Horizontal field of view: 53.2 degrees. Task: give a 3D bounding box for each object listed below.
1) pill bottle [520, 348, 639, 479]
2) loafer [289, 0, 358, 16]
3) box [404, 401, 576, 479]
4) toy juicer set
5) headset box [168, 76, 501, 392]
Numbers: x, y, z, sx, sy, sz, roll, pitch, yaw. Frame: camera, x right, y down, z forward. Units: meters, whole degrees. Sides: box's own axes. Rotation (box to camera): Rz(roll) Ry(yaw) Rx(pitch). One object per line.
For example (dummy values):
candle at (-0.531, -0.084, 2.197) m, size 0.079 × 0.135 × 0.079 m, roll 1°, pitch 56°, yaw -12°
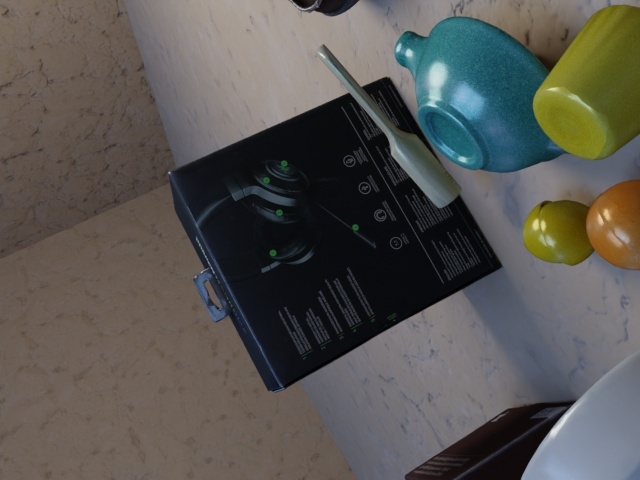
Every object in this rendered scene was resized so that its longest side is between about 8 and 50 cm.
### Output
pill bottle at (0.279, 0.217, 0.293) m, size 0.361 × 0.204 × 0.204 m, roll 48°, pitch 159°, yaw 44°
loafer at (-0.025, -0.333, 0.509) m, size 0.133 × 0.130 × 0.366 m, roll 55°, pitch 163°, yaw 27°
box at (0.227, 0.304, 0.682) m, size 0.203 × 0.167 × 0.168 m, roll 60°, pitch 165°, yaw 12°
toy juicer set at (0.145, -0.081, 0.499) m, size 0.209 × 0.089 × 0.329 m, roll 51°, pitch 170°, yaw -31°
headset box at (0.000, 0.000, 0.701) m, size 0.246 × 0.283 × 0.131 m, roll 60°, pitch 164°, yaw 8°
